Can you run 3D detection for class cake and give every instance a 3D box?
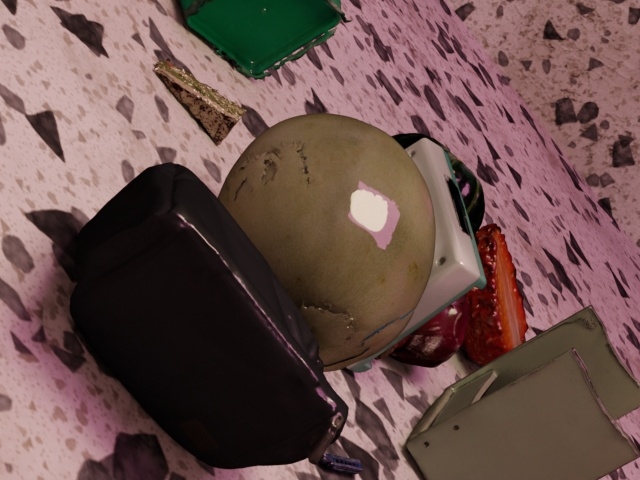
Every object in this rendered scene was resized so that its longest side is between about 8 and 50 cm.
[{"bbox_3d":[-0.159,-0.195,1.903,0.140,0.055,0.051,48,28,-17],"label":"cake"}]

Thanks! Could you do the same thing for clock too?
[{"bbox_3d":[0.080,0.007,1.884,0.116,0.231,0.262,35,29,-36],"label":"clock"}]

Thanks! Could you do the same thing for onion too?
[{"bbox_3d":[0.131,0.101,1.990,0.173,0.135,0.198,51,23,-6],"label":"onion"}]

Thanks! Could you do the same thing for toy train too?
[{"bbox_3d":[0.021,0.263,1.671,0.083,0.017,0.017,24,45,-55],"label":"toy train"}]

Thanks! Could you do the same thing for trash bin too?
[{"bbox_3d":[-0.090,-0.471,2.161,0.259,0.295,0.381,33,37,-46],"label":"trash bin"}]

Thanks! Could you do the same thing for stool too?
[{"bbox_3d":[0.285,0.245,1.925,0.170,0.270,0.243,57,21,-1],"label":"stool"}]

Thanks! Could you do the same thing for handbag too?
[{"bbox_3d":[-0.119,0.094,1.386,0.302,0.178,0.275,53,5,-13],"label":"handbag"}]

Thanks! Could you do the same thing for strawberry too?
[{"bbox_3d":[0.253,0.095,2.266,0.190,0.111,0.236,-19,100,-68],"label":"strawberry"}]

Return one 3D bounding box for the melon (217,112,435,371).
[{"bbox_3d":[0.000,0.000,1.659,0.268,0.268,0.330,45,35,-29],"label":"melon"}]

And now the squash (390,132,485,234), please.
[{"bbox_3d":[0.156,-0.068,2.224,0.218,0.172,0.218,45,-23,25],"label":"squash"}]
